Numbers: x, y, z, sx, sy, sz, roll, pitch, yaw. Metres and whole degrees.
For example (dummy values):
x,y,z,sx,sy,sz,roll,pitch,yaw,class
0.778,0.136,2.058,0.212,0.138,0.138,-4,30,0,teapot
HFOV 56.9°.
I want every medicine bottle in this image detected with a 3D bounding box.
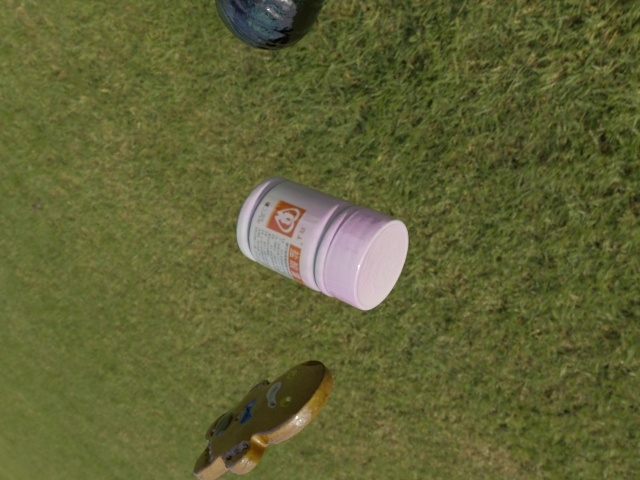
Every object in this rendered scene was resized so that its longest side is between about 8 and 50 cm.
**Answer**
x,y,z,sx,sy,sz,roll,pitch,yaw,class
0.000,0.000,1.244,0.316,0.202,0.202,22,138,32,medicine bottle

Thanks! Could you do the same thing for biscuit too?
x,y,z,sx,sy,sz,roll,pitch,yaw,class
-0.083,0.249,0.841,0.236,0.180,0.039,-34,105,14,biscuit

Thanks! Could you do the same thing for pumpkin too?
x,y,z,sx,sy,sz,roll,pitch,yaw,class
-0.107,-0.448,0.972,0.248,0.248,0.248,23,138,22,pumpkin
